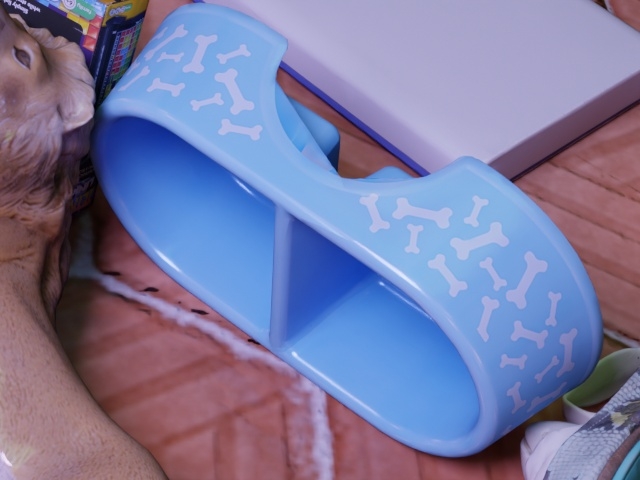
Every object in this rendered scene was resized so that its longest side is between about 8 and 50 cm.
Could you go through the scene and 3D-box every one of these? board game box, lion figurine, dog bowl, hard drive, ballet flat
[{"bbox_3d":[-0.189,-0.109,0.877,0.170,0.141,0.048,30,31,15],"label":"board game box"},{"bbox_3d":[-0.155,0.072,0.713,0.240,0.142,0.392,-17,72,-35],"label":"lion figurine"},{"bbox_3d":[0.000,0.000,0.811,0.297,0.166,0.074,35,59,21],"label":"dog bowl"},{"bbox_3d":[0.049,-0.163,1.072,0.319,0.040,0.210,39,49,25],"label":"hard drive"},{"bbox_3d":[0.152,0.103,0.810,0.079,0.076,0.221,18,35,31],"label":"ballet flat"}]
